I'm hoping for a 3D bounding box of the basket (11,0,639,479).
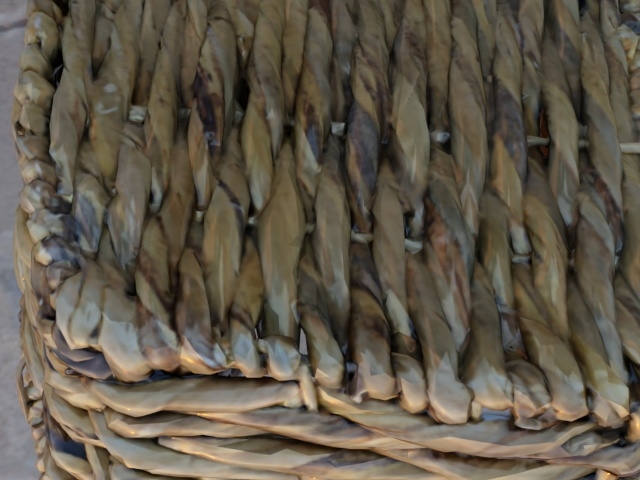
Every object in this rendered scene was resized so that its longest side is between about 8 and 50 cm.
[{"bbox_3d":[0.000,0.000,0.491,0.213,0.299,0.223,6,139,0],"label":"basket"}]
